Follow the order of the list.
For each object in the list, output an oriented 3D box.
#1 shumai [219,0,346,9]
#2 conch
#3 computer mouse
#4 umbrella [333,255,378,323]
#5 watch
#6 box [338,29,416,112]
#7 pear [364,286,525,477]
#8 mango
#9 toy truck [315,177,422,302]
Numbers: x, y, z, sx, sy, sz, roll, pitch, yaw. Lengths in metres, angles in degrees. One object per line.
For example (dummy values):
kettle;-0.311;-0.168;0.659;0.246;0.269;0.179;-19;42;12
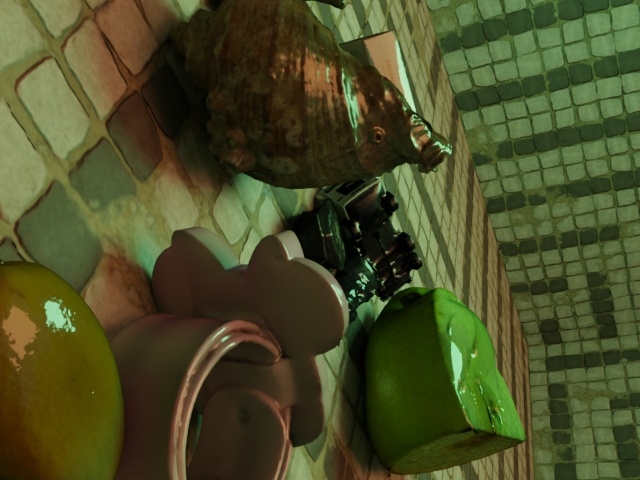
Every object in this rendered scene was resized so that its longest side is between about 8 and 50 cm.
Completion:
shumai;-0.049;-0.375;0.966;0.206;0.175;0.166;-5;85;-72
conch;-0.029;-0.155;0.868;0.352;0.210;0.297;41;10;-10
computer mouse;0.000;0.000;1.066;0.192;0.062;0.106;30;48;-84
umbrella;0.020;0.104;1.065;0.080;0.071;0.224;60;31;-8
watch;-0.095;0.134;0.620;0.217;0.211;0.248;-40;126;-56
box;0.044;-0.228;1.077;0.067;0.233;0.149;-28;108;-25
pear;0.184;0.230;1.220;0.342;0.238;0.318;32;38;-55
mango;-0.198;0.104;0.484;0.130;0.092;0.194;-42;120;-63
toy truck;0.084;-0.005;1.209;0.125;0.101;0.242;36;-24;52
